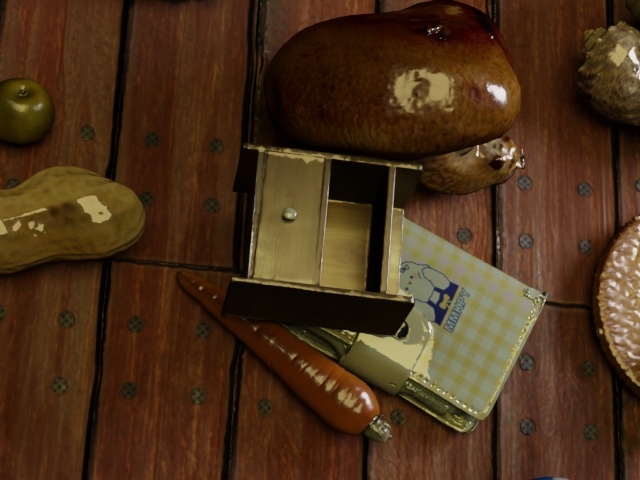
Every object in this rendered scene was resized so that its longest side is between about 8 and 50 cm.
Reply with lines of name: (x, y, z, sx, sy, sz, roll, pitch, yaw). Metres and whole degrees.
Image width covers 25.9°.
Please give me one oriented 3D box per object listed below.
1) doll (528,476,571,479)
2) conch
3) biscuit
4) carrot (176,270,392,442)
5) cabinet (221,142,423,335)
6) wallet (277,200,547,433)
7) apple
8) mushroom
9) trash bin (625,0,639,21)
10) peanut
doll: (0.285, 0.403, 1.611, 0.215, 0.161, 0.257, -19, 85, -45)
conch: (0.435, -0.216, 1.875, 0.155, 0.130, 0.207, -37, 72, -23)
biscuit: (0.496, 0.092, 1.825, 0.305, 0.038, 0.305, 3, 71, -10)
carrot: (-0.044, 0.136, 1.701, 0.336, 0.069, 0.069, 39, 68, 10)
cabinet: (0.000, 0.000, 1.632, 0.215, 0.148, 0.175, 7, 70, -5)
wallet: (0.107, 0.080, 1.745, 0.309, 0.077, 0.223, 30, 64, 0)
apple: (-0.377, -0.164, 1.741, 0.089, 0.074, 0.089, 10, 48, -12)
mushroom: (0.112, -0.159, 1.721, 0.345, 0.345, 0.260, -12, 106, -14)
trash bin: (0.558, -0.275, 1.891, 0.247, 0.121, 0.243, 54, 37, 9)
peanut: (-0.350, -0.028, 1.676, 0.274, 0.111, 0.125, -7, 67, -13)
